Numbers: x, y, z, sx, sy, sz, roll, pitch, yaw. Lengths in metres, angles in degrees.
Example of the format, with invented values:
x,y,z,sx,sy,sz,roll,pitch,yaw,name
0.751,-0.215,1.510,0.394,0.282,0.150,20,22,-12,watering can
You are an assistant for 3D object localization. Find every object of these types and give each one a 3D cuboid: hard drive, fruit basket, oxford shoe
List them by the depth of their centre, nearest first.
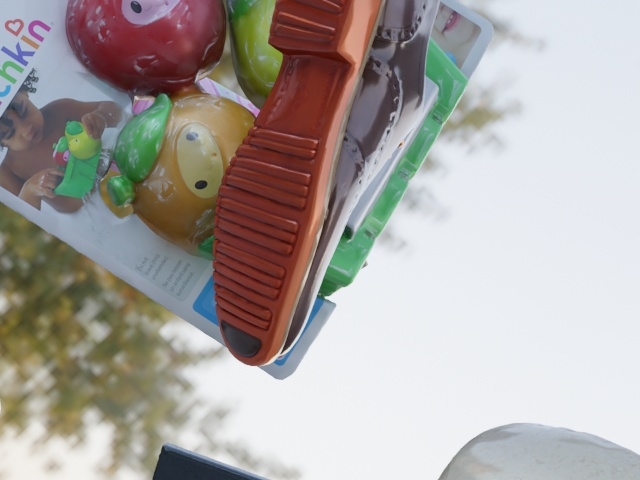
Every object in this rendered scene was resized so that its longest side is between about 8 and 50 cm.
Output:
x,y,z,sx,sy,sz,roll,pitch,yaw,name
0.012,-0.051,1.108,0.098,0.271,0.097,11,10,-39,oxford shoe
-0.084,-0.125,1.361,0.353,0.327,0.165,36,-16,-14,fruit basket
-0.113,0.275,1.928,0.135,0.094,0.022,19,7,10,hard drive

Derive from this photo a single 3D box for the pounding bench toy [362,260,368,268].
x,y,z,sx,sy,sz,roll,pitch,yaw,name
0.000,0.000,1.737,0.065,0.052,0.083,63,-6,-28,pounding bench toy

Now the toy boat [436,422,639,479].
x,y,z,sx,sy,sz,roll,pitch,yaw,name
0.089,0.221,0.813,0.318,0.148,0.267,-28,-103,41,toy boat

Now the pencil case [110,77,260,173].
x,y,z,sx,sy,sz,roll,pitch,yaw,name
-0.074,-0.066,1.801,0.284,0.124,0.124,27,-12,-15,pencil case
